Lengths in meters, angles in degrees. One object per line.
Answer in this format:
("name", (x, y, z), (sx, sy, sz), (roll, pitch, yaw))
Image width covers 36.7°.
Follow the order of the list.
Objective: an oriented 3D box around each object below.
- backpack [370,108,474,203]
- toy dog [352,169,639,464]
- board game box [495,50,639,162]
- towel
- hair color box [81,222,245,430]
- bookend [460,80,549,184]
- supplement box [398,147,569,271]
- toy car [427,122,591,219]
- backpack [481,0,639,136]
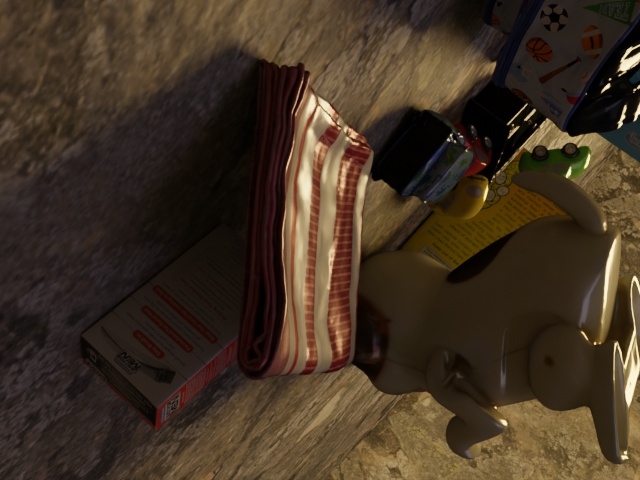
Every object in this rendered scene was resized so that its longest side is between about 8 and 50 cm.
("backpack", (0.130, -0.096, 1.153), (0.105, 0.084, 0.114), (-52, 168, 16))
("toy dog", (0.211, 0.116, 1.332), (0.284, 0.408, 0.395), (-58, 135, -49))
("board game box", (0.419, -0.245, 1.325), (0.316, 0.242, 0.064), (-36, 158, -45))
("towel", (0.000, 0.000, 0.851), (0.329, 0.037, 0.237), (26, 68, -75))
("hair color box", (-0.112, 0.071, 0.835), (0.167, 0.093, 0.053), (-40, 162, -31))
("bookend", (0.271, -0.183, 1.371), (0.157, 0.072, 0.156), (-45, 164, -19))
("supplement box", (0.266, 0.033, 1.646), (0.356, 0.195, 0.194), (-47, 165, -10))
("toy car", (0.258, -0.090, 1.315), (0.225, 0.053, 0.239), (-6, 157, 2))
("backpack", (0.292, -0.252, 1.004), (0.263, 0.213, 0.276), (-52, 163, -27))
